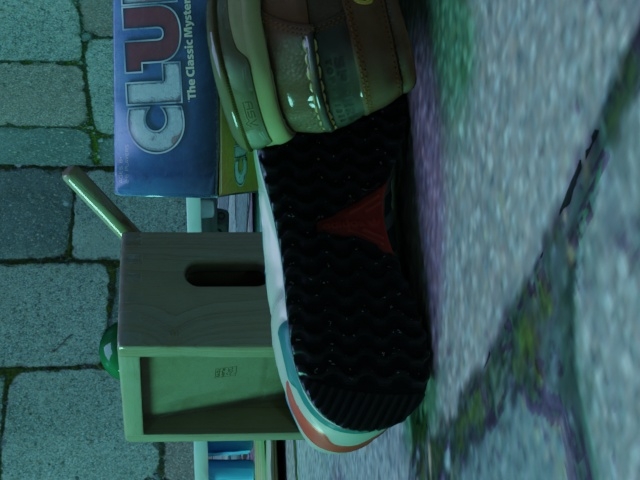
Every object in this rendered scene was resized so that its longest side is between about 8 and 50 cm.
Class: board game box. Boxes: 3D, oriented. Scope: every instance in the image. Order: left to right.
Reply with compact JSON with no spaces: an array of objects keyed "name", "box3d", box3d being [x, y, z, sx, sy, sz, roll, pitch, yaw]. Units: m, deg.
[{"name":"board game box","box3d":[-0.095,-0.032,1.035,0.390,0.050,0.389,-113,22,-73]},{"name":"board game box","box3d":[-0.028,-0.142,0.463,0.165,0.042,0.243,-15,-73,-72]}]

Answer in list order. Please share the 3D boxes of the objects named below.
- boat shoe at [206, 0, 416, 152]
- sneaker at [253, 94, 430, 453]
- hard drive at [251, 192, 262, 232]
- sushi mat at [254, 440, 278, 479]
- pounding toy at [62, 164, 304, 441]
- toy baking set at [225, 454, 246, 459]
[{"name":"boat shoe","box3d":[0.006,-0.098,0.381,0.178,0.060,0.064,-85,-15,-44]},{"name":"sneaker","box3d":[0.000,0.000,0.420,0.075,0.057,0.161,115,152,-61]},{"name":"hard drive","box3d":[-0.040,-0.034,0.896,0.094,0.022,0.135,107,162,-67]},{"name":"sushi mat","box3d":[-0.046,0.156,0.960,0.151,0.019,0.316,106,163,-63]},{"name":"pounding toy","box3d":[-0.068,0.037,0.631,0.130,0.141,0.100,100,168,-54]},{"name":"toy baking set","box3d":[-0.110,0.335,1.421,0.196,0.030,0.256,-97,10,-46]}]
